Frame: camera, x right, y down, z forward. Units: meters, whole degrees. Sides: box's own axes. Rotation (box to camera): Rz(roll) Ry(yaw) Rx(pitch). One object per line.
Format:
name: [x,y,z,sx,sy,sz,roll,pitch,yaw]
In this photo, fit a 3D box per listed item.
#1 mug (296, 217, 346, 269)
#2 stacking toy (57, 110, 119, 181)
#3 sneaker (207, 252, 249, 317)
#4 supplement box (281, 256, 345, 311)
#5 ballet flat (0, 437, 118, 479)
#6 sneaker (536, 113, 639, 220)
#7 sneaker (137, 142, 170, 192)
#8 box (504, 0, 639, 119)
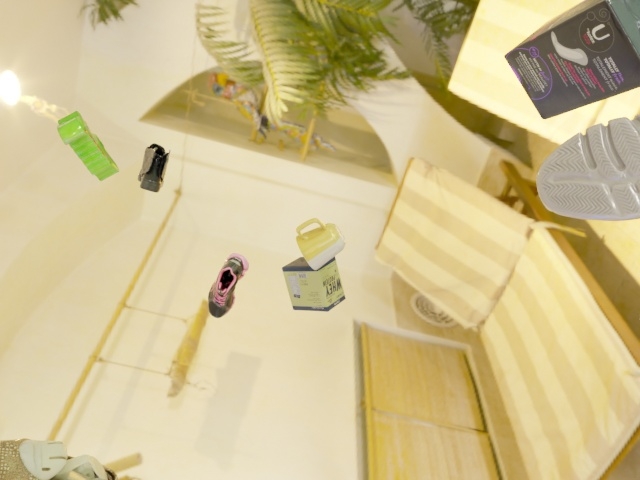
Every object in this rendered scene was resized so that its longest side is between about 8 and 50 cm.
mug: [0.002,0.003,0.932,0.062,0.064,0.078,64,-170,17]
stacking toy: [-0.258,-0.072,0.379,0.052,0.167,0.221,59,178,41]
sneaker: [-0.155,0.078,0.956,0.057,0.047,0.119,-65,-2,-67]
supplement box: [-0.012,0.076,1.063,0.056,0.083,0.083,-29,-70,-47]
ballet flat: [-0.318,0.272,0.721,0.073,0.067,0.206,54,178,37]
sneaker: [0.435,-0.088,0.721,0.180,0.321,0.124,16,-118,-60]
sneaker: [-0.317,-0.144,1.154,0.170,0.051,0.089,-137,62,-68]
box: [0.507,-0.356,1.117,0.143,0.165,0.270,-39,10,-17]
